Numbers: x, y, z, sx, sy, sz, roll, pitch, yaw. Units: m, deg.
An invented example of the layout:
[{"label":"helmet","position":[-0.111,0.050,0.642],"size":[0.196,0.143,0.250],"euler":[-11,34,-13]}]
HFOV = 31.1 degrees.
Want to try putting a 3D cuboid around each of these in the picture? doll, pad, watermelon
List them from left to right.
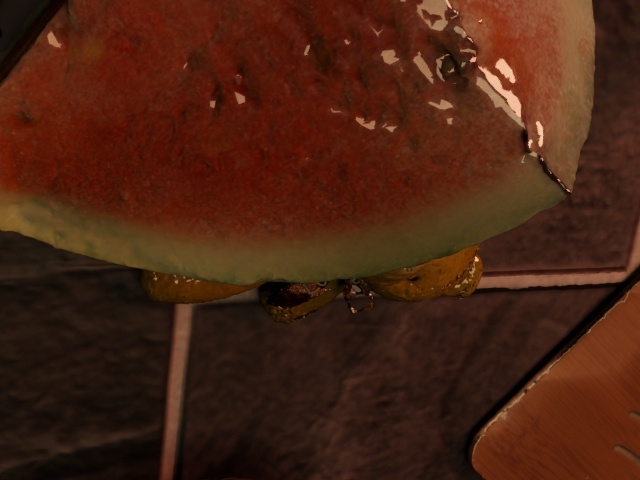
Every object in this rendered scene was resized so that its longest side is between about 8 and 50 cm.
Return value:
[{"label":"watermelon","position":[-0.022,-0.103,0.447],"size":[0.260,0.256,0.176],"euler":[-32,160,27]},{"label":"doll","position":[0.000,0.000,0.665],"size":[0.209,0.097,0.137],"euler":[-12,123,-12]},{"label":"pad","position":[0.283,0.139,0.889],"size":[0.284,0.018,0.286],"euler":[-44,122,1]}]

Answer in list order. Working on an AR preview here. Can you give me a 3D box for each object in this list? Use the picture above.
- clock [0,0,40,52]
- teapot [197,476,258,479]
[{"label":"clock","position":[-0.026,-0.123,0.569],"size":[0.186,0.083,0.253],"euler":[41,94,-7]},{"label":"teapot","position":[-0.077,0.252,0.720],"size":[0.298,0.139,0.204],"euler":[-5,117,-22]}]
